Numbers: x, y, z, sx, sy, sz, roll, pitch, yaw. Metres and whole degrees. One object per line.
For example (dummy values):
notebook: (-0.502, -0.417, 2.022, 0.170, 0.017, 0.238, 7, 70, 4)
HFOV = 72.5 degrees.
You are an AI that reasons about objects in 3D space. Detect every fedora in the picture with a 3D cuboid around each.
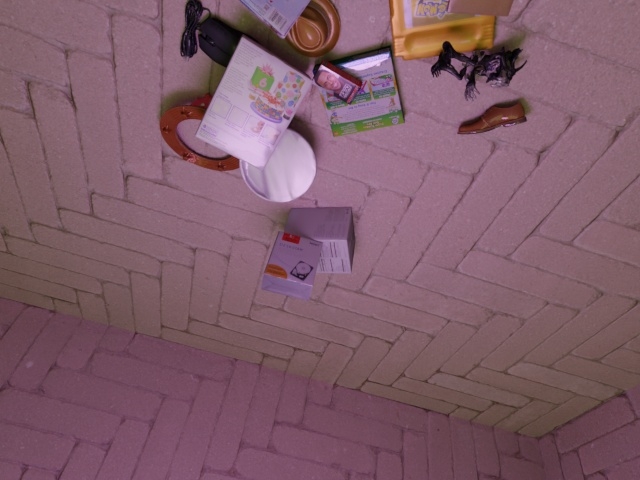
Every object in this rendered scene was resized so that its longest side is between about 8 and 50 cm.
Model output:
fedora: (-0.037, -0.620, 1.280, 0.194, 0.079, 0.194, 6, 135, 6)

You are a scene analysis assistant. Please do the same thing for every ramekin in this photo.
ramekin: (-0.144, -0.280, 1.561, 0.272, 0.127, 0.273, 1, 113, 3)

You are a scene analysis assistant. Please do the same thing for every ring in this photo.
ring: (-0.422, -0.357, 1.595, 0.336, 0.032, 0.337, 10, 151, 6)

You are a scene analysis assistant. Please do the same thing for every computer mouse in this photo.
computer mouse: (-0.306, -0.598, 1.360, 0.272, 0.072, 0.188, 21, 134, -10)

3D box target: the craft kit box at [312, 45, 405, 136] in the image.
craft kit box: (0.130, -0.473, 1.415, 0.249, 0.061, 0.247, -7, 131, 18)

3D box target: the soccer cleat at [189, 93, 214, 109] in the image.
soccer cleat: (-0.334, -0.457, 1.507, 0.247, 0.083, 0.095, -6, 138, 14)

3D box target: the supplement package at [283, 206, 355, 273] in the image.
supplement package: (0.000, 0.000, 1.812, 0.262, 0.199, 0.198, 0, 134, 12)

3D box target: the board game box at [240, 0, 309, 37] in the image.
board game box: (-0.122, -0.744, 1.082, 0.318, 0.066, 0.318, 35, 102, -23)

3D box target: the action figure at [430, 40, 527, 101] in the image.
action figure: (0.462, -0.479, 1.251, 0.275, 0.141, 0.164, 4, 171, -14)

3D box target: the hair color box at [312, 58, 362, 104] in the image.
hair color box: (0.051, -0.487, 1.347, 0.141, 0.043, 0.072, 25, 135, -13)

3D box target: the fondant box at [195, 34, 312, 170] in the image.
fondant box: (-0.210, -0.421, 1.363, 0.238, 0.096, 0.330, 26, 114, -20)

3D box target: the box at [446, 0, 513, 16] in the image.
box: (0.424, -0.679, 1.102, 0.164, 0.021, 0.201, 6, 138, 4)

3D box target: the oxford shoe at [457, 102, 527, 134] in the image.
oxford shoe: (0.549, -0.393, 1.418, 0.212, 0.076, 0.076, -12, 102, 25)

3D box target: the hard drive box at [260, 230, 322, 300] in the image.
hard drive box: (-0.103, 0.091, 1.618, 0.181, 0.232, 0.089, 14, 132, -2)

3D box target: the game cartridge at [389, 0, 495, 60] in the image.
game cartridge: (0.328, -0.666, 1.183, 0.285, 0.053, 0.324, -3, 133, 14)
